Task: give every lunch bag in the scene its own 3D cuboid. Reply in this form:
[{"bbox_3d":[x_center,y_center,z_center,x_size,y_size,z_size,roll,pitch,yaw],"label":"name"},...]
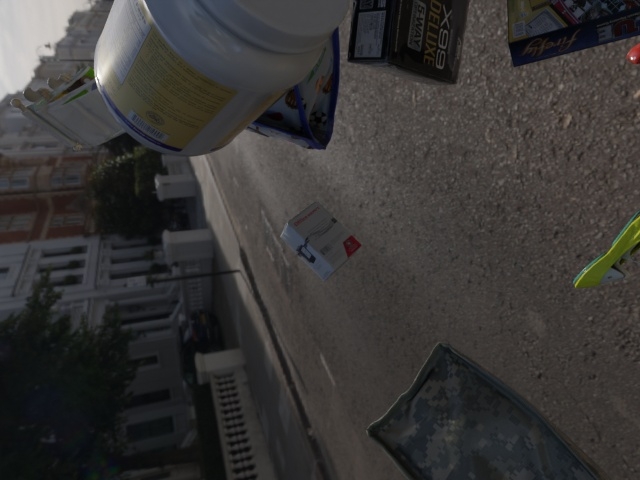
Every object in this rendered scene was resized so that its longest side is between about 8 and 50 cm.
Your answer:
[{"bbox_3d":[0.228,0.283,0.508,0.287,0.169,0.235,36,173,41],"label":"lunch bag"},{"bbox_3d":[-0.139,-0.365,0.966,0.238,0.328,0.385,-61,-18,-25],"label":"lunch bag"}]

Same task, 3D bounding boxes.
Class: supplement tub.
[{"bbox_3d":[-0.142,-0.273,0.608,0.331,0.241,0.240,-20,77,51],"label":"supplement tub"}]

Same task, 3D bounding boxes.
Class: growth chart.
[{"bbox_3d":[-0.420,-0.248,0.859,0.172,0.237,0.021,63,-171,-57],"label":"growth chart"}]

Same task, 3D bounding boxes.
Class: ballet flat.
[{"bbox_3d":[0.663,0.040,1.014,0.077,0.077,0.231,52,125,36],"label":"ballet flat"}]

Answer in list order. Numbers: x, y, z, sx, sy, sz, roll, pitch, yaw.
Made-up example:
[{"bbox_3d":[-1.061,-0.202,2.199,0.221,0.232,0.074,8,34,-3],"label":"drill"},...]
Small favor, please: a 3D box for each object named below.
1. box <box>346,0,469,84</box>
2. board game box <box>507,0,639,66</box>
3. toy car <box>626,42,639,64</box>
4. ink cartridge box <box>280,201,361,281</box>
[{"bbox_3d":[0.152,-0.410,0.703,0.077,0.243,0.307,15,106,37],"label":"box"},{"bbox_3d":[0.312,-0.335,0.555,0.042,0.165,0.243,40,-128,-50],"label":"board game box"},{"bbox_3d":[0.828,-0.462,1.012,0.239,0.225,0.053,11,137,35],"label":"toy car"},{"bbox_3d":[0.000,0.000,1.055,0.150,0.109,0.063,45,144,8],"label":"ink cartridge box"}]
